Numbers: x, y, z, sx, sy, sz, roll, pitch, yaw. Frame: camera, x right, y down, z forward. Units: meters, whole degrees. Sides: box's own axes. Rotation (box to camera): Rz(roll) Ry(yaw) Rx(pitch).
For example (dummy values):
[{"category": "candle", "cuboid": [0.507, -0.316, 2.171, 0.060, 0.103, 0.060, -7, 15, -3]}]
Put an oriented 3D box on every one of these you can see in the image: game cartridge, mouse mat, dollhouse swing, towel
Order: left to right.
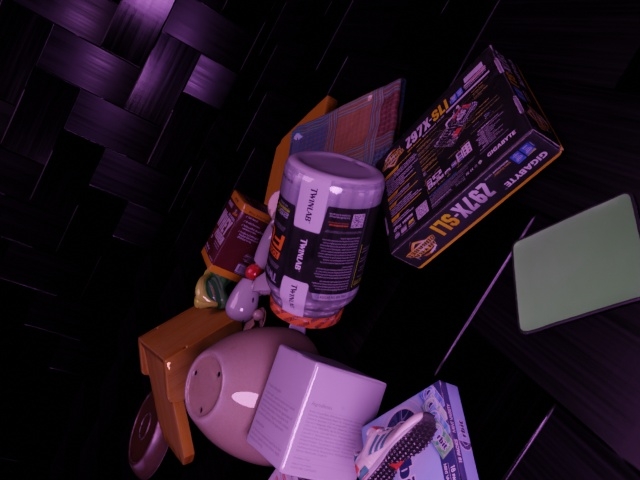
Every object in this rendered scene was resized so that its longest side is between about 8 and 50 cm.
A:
[{"category": "dollhouse swing", "cuboid": [-0.340, 0.388, 1.612, 0.315, 0.304, 0.347, -29, 13, -26]}, {"category": "game cartridge", "cuboid": [-0.060, -0.217, 1.626, 0.285, 0.053, 0.323, -33, 39, 47]}, {"category": "towel", "cuboid": [0.042, -0.227, 1.385, 0.370, 0.040, 0.271, -17, 54, 43]}, {"category": "mouse mat", "cuboid": [0.334, 0.033, 0.751, 0.190, 0.007, 0.152, -34, 40, 48]}]

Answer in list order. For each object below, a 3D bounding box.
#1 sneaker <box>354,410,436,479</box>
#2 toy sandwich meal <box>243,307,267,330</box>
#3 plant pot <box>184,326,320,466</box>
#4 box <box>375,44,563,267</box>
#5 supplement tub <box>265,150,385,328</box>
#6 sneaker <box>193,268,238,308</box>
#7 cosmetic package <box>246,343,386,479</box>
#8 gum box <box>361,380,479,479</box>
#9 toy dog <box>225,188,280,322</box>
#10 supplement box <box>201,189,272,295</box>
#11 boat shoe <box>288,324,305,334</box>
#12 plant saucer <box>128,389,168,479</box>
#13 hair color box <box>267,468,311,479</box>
[{"category": "sneaker", "cuboid": [0.097, 0.285, 0.816, 0.161, 0.057, 0.075, -57, 34, 23]}, {"category": "toy sandwich meal", "cuboid": [-0.171, 0.211, 1.486, 0.085, 0.029, 0.085, -41, 35, 39]}, {"category": "plant pot", "cuboid": [-0.156, 0.299, 1.139, 0.284, 0.191, 0.284, -22, 58, 40]}, {"category": "box", "cuboid": [0.235, -0.143, 0.997, 0.322, 0.079, 0.257, -45, 31, 34]}, {"category": "supplement tub", "cuboid": [0.000, 0.000, 1.108, 0.193, 0.194, 0.315, -124, 41, -59]}, {"category": "sneaker", "cuboid": [-0.290, 0.123, 1.701, 0.295, 0.124, 0.109, -79, 4, -62]}, {"category": "cosmetic package", "cuboid": [-0.009, 0.299, 0.987, 0.151, 0.152, 0.183, 6, 74, 61]}, {"category": "gum box", "cuboid": [0.138, 0.317, 0.830, 0.184, 0.041, 0.156, -46, 33, 35]}, {"category": "toy dog", "cuboid": [-0.076, 0.049, 1.309, 0.220, 0.161, 0.333, -21, -44, -62]}, {"category": "supplement box", "cuboid": [-0.175, 0.006, 1.482, 0.194, 0.191, 0.129, -60, 27, 9]}, {"category": "boat shoe", "cuboid": [-0.057, 0.241, 1.247, 0.040, 0.049, 0.142, 61, -139, -79]}, {"category": "plant saucer", "cuboid": [-0.543, 0.598, 1.820, 0.310, 0.050, 0.310, -43, 33, 38]}, {"category": "hair color box", "cuboid": [-0.069, 0.484, 1.052, 0.167, 0.053, 0.093, -59, 26, 15]}]
